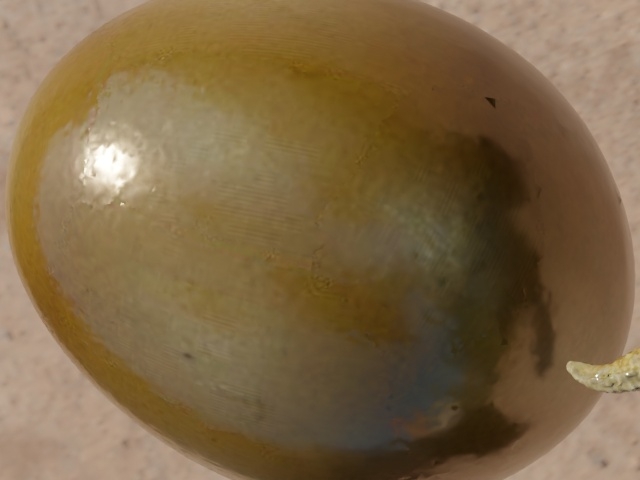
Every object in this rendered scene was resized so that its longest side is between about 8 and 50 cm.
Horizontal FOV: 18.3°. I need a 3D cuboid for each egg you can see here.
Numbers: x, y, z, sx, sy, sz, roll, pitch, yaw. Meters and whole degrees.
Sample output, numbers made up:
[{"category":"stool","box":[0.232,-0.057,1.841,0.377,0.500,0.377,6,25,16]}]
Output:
[{"category":"egg","box":[0.000,0.000,1.095,0.351,0.282,0.282,17,122,-3]}]

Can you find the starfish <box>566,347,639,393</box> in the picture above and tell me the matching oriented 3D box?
[{"category":"starfish","box":[0.288,0.053,0.907,0.299,0.060,0.302,22,140,-4]}]
